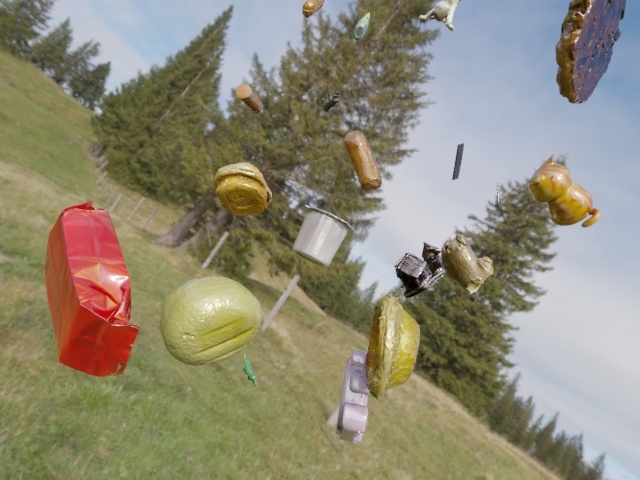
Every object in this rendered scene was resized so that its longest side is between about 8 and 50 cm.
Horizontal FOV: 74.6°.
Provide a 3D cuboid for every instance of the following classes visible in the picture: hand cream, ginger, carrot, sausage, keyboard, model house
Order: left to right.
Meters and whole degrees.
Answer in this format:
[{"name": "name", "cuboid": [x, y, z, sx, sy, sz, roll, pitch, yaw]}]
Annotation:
[{"name": "carrot", "cuboid": [-0.200, -0.412, 1.248, 0.048, 0.048, 0.139, 32, 1, 16]}, {"name": "hand cream", "cuboid": [0.166, -0.845, 1.671, 0.046, 0.095, 0.175, 25, 38, -3]}, {"name": "sausage", "cuboid": [0.178, -0.335, 1.755, 0.109, 0.109, 0.270, 49, 21, -71]}, {"name": "model house", "cuboid": [0.375, 0.100, 1.603, 0.164, 0.203, 0.141, 54, -19, -6]}, {"name": "keyboard", "cuboid": [0.584, -0.333, 1.782, 0.010, 0.155, 0.053, 23, 32, 39]}, {"name": "ginger", "cuboid": [0.657, 0.099, 1.885, 0.221, 0.130, 0.275, -15, -89, 55]}]

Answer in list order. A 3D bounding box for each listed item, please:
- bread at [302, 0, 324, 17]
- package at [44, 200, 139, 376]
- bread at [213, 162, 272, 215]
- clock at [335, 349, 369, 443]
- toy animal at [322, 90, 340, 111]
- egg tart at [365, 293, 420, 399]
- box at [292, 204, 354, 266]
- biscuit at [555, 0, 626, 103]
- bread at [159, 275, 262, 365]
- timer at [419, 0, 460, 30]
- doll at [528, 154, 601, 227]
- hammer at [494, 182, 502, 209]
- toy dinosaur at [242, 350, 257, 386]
[{"name": "bread", "cuboid": [-0.023, -0.815, 1.456, 0.044, 0.157, 0.052, 27, -45, -2]}, {"name": "package", "cuboid": [-0.516, 0.098, 0.933, 0.123, 0.196, 0.423, 2, 39, -42]}, {"name": "bread", "cuboid": [-0.298, -0.191, 1.610, 0.198, 0.120, 0.236, -8, -37, 14]}, {"name": "clock", "cuboid": [0.142, 0.641, 1.731, 0.113, 0.322, 0.295, 8, -35, 7]}, {"name": "toy animal", "cuboid": [0.056, -0.656, 1.976, 0.047, 0.065, 0.136, 6, -18, -34]}, {"name": "egg tart", "cuboid": [0.260, 0.388, 1.539, 0.169, 0.388, 0.388, 11, -7, 4]}, {"name": "box", "cuboid": [0.000, 0.000, 1.893, 0.262, 0.206, 0.291, 21, -12, 30]}, {"name": "biscuit", "cuboid": [0.702, -0.530, 1.108, 0.081, 0.334, 0.289, 22, -28, 43]}, {"name": "bread", "cuboid": [-0.355, 0.264, 1.381, 0.320, 0.320, 0.237, 38, -2, -36]}, {"name": "timer", "cuboid": [0.427, -0.771, 1.268, 0.175, 0.266, 0.175, 31, 14, -9]}, {"name": "doll", "cuboid": [0.908, -0.175, 1.596, 0.269, 0.166, 0.162, 37, -24, -6]}, {"name": "hammer", "cuboid": [0.722, -0.182, 1.711, 0.019, 0.110, 0.035, -12, -20, 42]}, {"name": "toy dinosaur", "cuboid": [-0.171, 0.310, 1.002, 0.062, 0.021, 0.083, 26, -46, 60]}]
